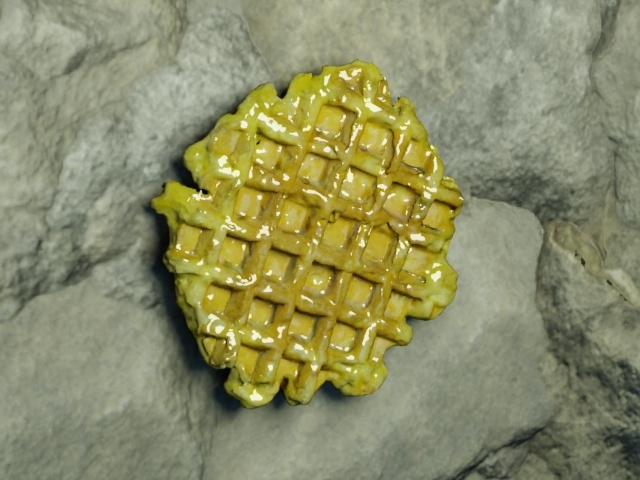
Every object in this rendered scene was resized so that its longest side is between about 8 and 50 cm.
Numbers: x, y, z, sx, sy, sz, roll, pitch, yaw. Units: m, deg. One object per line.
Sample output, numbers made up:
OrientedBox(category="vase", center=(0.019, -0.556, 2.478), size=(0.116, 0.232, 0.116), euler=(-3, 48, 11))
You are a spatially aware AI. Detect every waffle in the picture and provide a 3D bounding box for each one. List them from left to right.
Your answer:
OrientedBox(category="waffle", center=(0.000, 0.000, 1.369), size=(0.302, 0.068, 0.325), euler=(-30, 116, -17))
